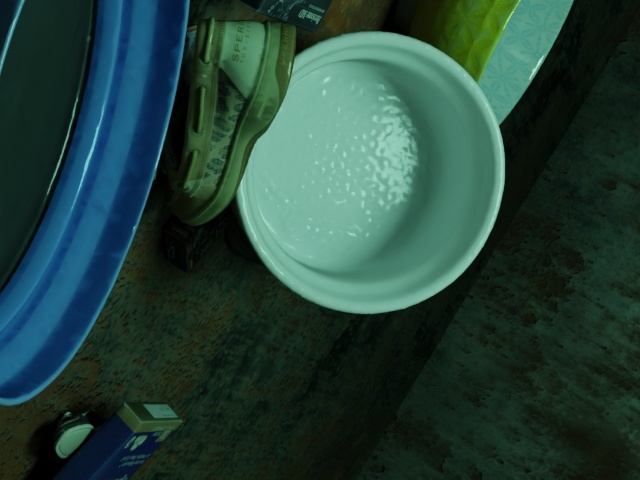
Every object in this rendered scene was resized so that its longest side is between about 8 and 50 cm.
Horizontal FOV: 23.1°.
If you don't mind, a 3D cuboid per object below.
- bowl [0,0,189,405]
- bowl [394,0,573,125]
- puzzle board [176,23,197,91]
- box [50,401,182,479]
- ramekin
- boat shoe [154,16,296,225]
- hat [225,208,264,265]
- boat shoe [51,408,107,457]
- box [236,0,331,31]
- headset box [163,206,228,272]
[{"bbox_3d":[-0.185,-0.086,1.045,0.391,0.077,0.391,15,90,-82],"label":"bowl"},{"bbox_3d":[0.184,-0.272,1.894,0.289,0.156,0.289,-53,164,-22],"label":"bowl"},{"bbox_3d":[-0.152,-0.135,1.366,0.128,0.011,0.096,-33,151,-59],"label":"puzzle board"},{"bbox_3d":[-0.252,0.262,1.664,0.225,0.036,0.136,-45,167,6],"label":"box"},{"bbox_3d":[0.035,-0.072,1.585,0.277,0.277,0.135,-58,-165,-2],"label":"ramekin"},{"bbox_3d":[-0.103,-0.110,1.405,0.285,0.089,0.105,123,-26,-53],"label":"boat shoe"},{"bbox_3d":[0.061,-0.032,1.754,0.331,0.134,0.331,-19,147,-13],"label":"hat"},{"bbox_3d":[-0.253,0.196,1.624,0.046,0.038,0.125,-47,167,10],"label":"boat shoe"},{"bbox_3d":[-0.027,-0.275,1.342,0.158,0.093,0.156,-60,165,10],"label":"box"},{"bbox_3d":[-0.131,-0.011,1.628,0.083,0.032,0.062,-50,162,-26],"label":"headset box"}]
